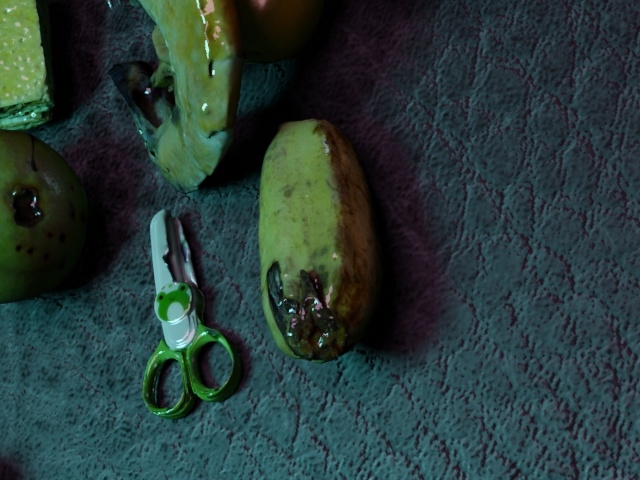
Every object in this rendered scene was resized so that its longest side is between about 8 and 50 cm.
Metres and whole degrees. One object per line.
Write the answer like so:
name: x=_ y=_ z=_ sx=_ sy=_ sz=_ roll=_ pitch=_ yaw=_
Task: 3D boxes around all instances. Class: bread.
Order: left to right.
bread: x=-0.349 y=-0.196 z=1.691 sx=0.138 sy=0.102 sz=0.196 roll=-14 pitch=62 yaw=2

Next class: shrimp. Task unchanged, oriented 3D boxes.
shrimp: x=-0.168 y=-0.215 z=1.562 sx=0.445 sy=0.085 sz=0.272 roll=-131 pitch=37 yaw=-50

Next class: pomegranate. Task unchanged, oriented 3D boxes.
pomegranate: x=-0.336 y=-0.016 z=1.568 sx=0.210 sy=0.179 sz=0.179 roll=-16 pitch=61 yaw=27

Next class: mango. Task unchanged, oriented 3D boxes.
mango: x=-0.064 y=-0.253 z=1.555 sx=0.137 sy=0.098 sz=0.195 roll=-30 pitch=49 yaw=22

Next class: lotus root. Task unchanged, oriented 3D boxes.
lotus root: x=0.000 y=0.000 z=1.398 sx=0.110 sy=0.097 sz=0.258 roll=-16 pitch=53 yaw=18

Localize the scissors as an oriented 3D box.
scissors: x=-0.132 y=0.063 z=1.493 sx=0.101 sy=0.027 sz=0.204 roll=-24 pitch=60 yaw=19
